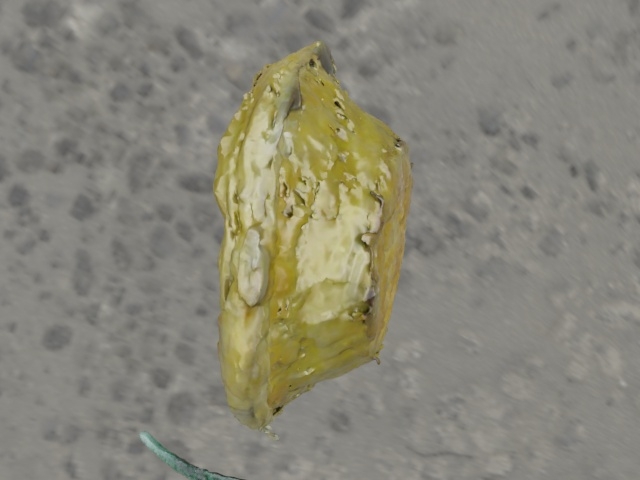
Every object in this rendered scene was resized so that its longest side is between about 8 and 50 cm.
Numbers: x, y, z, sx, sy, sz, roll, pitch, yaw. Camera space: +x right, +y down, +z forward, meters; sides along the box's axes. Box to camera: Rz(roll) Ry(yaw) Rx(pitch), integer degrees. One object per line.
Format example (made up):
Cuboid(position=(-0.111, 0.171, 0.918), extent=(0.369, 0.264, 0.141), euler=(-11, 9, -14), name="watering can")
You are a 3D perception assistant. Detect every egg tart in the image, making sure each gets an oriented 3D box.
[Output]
Cuboid(position=(0.000, -0.001, 1.495), extent=(0.132, 0.341, 0.341), euler=(7, 81, 10), name="egg tart")

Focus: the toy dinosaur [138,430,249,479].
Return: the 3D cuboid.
Cuboid(position=(0.024, 0.256, 1.368), extent=(0.383, 0.076, 0.129), euler=(11, 106, 12), name="toy dinosaur")
